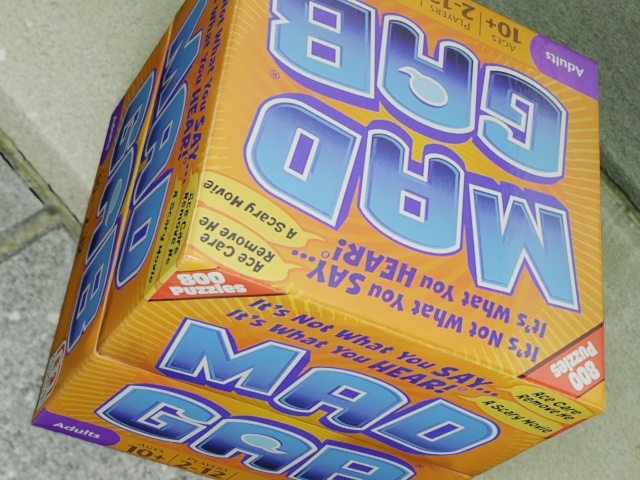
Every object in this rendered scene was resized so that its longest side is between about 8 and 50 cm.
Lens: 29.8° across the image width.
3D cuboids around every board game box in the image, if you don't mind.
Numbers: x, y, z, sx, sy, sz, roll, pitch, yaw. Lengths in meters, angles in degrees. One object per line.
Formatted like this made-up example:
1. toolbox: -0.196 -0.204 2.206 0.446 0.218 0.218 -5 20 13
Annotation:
1. board game box: 0.000 0.000 1.077 0.356 0.356 0.356 21 54 -21
